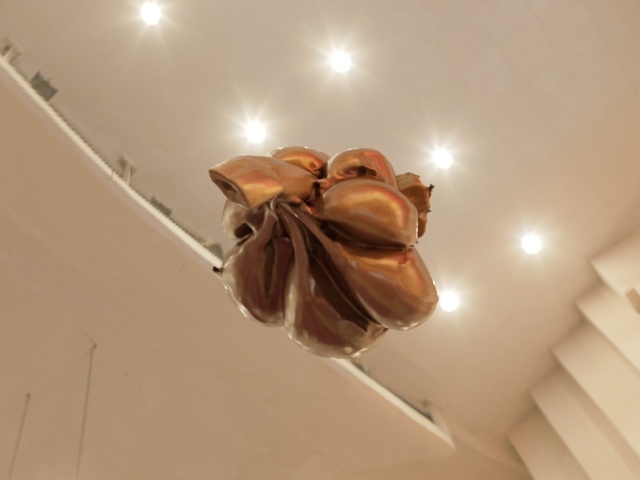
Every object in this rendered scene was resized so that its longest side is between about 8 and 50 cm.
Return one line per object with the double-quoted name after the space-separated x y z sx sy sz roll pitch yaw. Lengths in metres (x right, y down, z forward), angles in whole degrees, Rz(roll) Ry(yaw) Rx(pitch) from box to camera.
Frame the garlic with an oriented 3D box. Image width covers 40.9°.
0.000 0.000 0.479 0.131 0.194 0.127 8 -98 17 "garlic"
